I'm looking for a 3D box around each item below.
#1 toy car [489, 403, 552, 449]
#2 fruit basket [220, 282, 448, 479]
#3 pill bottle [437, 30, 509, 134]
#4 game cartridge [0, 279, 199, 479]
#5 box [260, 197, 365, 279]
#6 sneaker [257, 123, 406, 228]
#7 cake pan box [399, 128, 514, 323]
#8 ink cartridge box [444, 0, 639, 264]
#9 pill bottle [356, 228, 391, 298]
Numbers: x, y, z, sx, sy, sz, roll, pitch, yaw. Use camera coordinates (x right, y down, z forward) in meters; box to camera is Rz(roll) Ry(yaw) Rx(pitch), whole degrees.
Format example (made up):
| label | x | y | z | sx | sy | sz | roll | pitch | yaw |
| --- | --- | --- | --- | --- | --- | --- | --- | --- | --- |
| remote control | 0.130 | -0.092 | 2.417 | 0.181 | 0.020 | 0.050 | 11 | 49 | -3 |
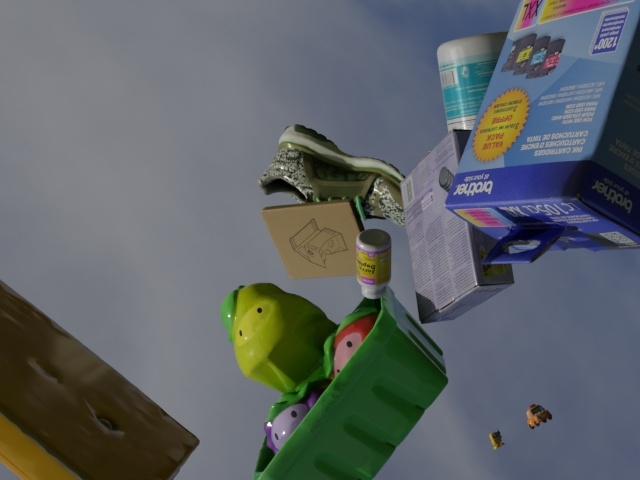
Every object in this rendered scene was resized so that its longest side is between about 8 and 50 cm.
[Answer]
| label | x | y | z | sx | sy | sz | roll | pitch | yaw |
| --- | --- | --- | --- | --- | --- | --- | --- | --- | --- |
| toy car | 0.363 | 0.337 | 2.250 | 0.040 | 0.122 | 0.060 | 63 | -178 | 13 |
| fruit basket | -0.017 | 0.214 | 2.064 | 0.392 | 0.392 | 0.283 | 31 | -168 | -5 |
| pill bottle | 0.279 | -0.201 | 2.007 | 0.146 | 0.146 | 0.264 | -14 | -84 | -54 |
| game cartridge | -0.281 | 0.147 | 1.201 | 0.324 | 0.052 | 0.285 | 38 | -173 | 2 |
| box | 0.000 | 0.000 | 2.343 | 0.021 | 0.201 | 0.164 | -53 | -50 | -47 |
| sneaker | 0.037 | -0.086 | 2.567 | 0.410 | 0.158 | 0.182 | 26 | -115 | 32 |
| cake pan box | 0.204 | -0.014 | 1.913 | 0.070 | 0.267 | 0.245 | -1 | -107 | -16 |
| ink cartridge box | 0.326 | -0.135 | 1.561 | 0.151 | 0.395 | 0.270 | 26 | 166 | -27 |
| pill bottle | 0.066 | 0.030 | 1.515 | 0.043 | 0.083 | 0.043 | -2 | -147 | 1 |
